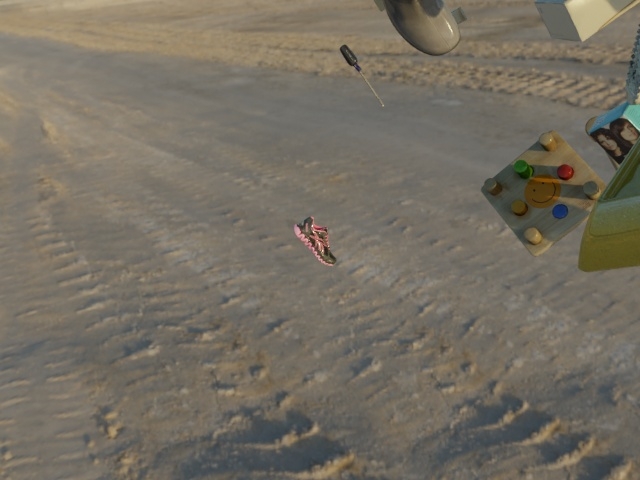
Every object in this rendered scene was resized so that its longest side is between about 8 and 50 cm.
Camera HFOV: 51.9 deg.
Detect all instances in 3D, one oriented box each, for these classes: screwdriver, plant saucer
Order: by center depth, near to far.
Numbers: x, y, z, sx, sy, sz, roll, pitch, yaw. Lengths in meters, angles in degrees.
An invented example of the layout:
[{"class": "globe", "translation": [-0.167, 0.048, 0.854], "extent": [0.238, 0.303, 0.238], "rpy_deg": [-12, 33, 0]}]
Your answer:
[{"class": "plant saucer", "translation": [0.525, -0.108, 0.863], "extent": [0.333, 0.081, 0.333], "rpy_deg": [-45, 16, -30]}, {"class": "screwdriver", "translation": [0.100, -0.377, 1.508], "extent": [0.025, 0.170, 0.024], "rpy_deg": [-43, 7, -27]}]

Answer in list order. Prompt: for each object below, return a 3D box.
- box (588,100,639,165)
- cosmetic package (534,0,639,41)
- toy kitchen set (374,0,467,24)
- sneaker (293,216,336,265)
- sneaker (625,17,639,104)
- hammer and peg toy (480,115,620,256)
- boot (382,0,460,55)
[{"class": "box", "translation": [0.706, -0.186, 1.422], "extent": [0.060, 0.244, 0.100], "rpy_deg": [-52, 9, -28]}, {"class": "cosmetic package", "translation": [0.705, -0.624, 1.601], "extent": [0.309, 0.113, 0.160], "rpy_deg": [-36, 23, 6]}, {"class": "toy kitchen set", "translation": [0.283, -0.663, 1.868], "extent": [0.166, 0.207, 0.122], "rpy_deg": [-40, 15, -20]}, {"class": "sneaker", "translation": [0.000, 0.000, 1.334], "extent": [0.057, 0.119, 0.047], "rpy_deg": [-40, 19, 9]}, {"class": "sneaker", "translation": [0.681, -0.394, 1.229], "extent": [0.146, 0.293, 0.102], "rpy_deg": [5, 35, 6]}, {"class": "hammer and peg toy", "translation": [0.631, -0.155, 1.715], "extent": [0.127, 0.361, 0.266], "rpy_deg": [24, 31, -54]}, {"class": "boot", "translation": [0.173, -0.507, 1.328], "extent": [0.118, 0.338, 0.222], "rpy_deg": [-41, 14, 13]}]
